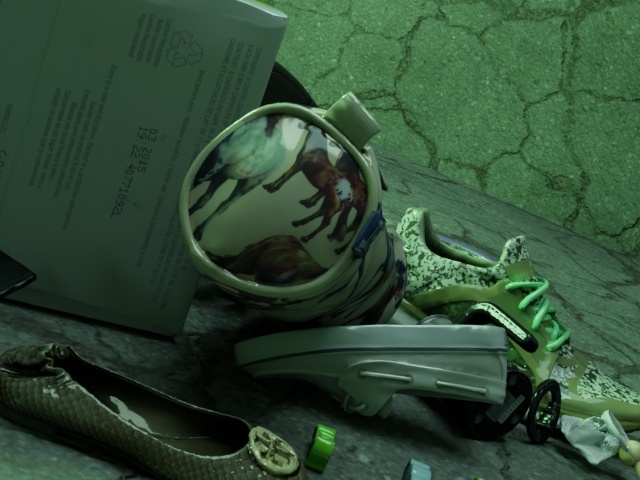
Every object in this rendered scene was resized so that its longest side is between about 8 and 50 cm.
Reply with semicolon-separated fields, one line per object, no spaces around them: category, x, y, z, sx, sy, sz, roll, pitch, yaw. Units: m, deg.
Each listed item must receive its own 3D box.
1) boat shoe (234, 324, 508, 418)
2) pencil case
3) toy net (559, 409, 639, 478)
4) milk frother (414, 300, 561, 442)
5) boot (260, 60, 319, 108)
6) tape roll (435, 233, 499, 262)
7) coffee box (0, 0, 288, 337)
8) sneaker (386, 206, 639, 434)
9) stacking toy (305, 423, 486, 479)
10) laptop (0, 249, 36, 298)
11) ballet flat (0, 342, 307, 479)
boat shoe;0.051;0.129;0.989;0.268;0.088;0.096;0;-11;-11
pencil case;0.000;0.000;0.990;0.159;0.184;0.410;59;1;14
toy net;0.376;0.236;1.107;0.232;0.045;0.122;30;35;12
milk frother;0.183;0.157;1.127;0.135;0.129;0.143;39;-21;51
boot;-0.100;-0.105;1.322;0.284;0.138;0.377;29;-20;43
tape roll;0.200;0.056;1.550;0.189;0.080;0.189;20;13;-5
coffee box;-0.275;-0.150;1.033;0.338;0.337;0.334;16;15;-23
sneaker;0.228;0.090;1.227;0.410;0.182;0.158;27;15;14
stacking toy;0.071;0.209;0.789;0.167;0.052;0.221;22;12;-2
laptop;-0.374;-0.036;0.706;0.264;0.136;0.234;29;38;26
ballet flat;-0.123;0.133;0.762;0.250;0.058;0.084;21;14;-3
